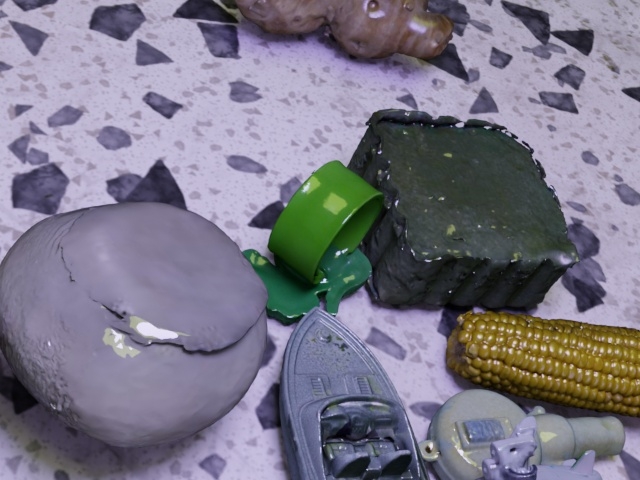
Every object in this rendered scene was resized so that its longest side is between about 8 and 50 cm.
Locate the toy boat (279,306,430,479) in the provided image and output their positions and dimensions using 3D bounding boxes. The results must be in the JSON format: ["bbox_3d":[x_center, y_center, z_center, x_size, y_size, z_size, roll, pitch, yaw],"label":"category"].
[{"bbox_3d":[0.033,0.201,1.097,0.141,0.092,0.320,3,49,-28],"label":"toy boat"}]

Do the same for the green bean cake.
[{"bbox_3d":[0.170,-0.036,1.339,0.255,0.132,0.241,1,51,-24],"label":"green bean cake"}]

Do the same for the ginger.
[{"bbox_3d":[0.020,-0.368,1.545,0.375,0.176,0.256,22,30,-3],"label":"ginger"}]

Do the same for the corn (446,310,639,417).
[{"bbox_3d":[0.301,0.144,1.247,0.317,0.115,0.115,9,48,-13],"label":"corn"}]

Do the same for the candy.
[{"bbox_3d":[-0.186,0.081,1.053,0.295,0.185,0.295,15,30,-9],"label":"candy"}]

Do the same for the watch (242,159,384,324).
[{"bbox_3d":[0.000,0.000,1.215,0.131,0.152,0.165,40,52,14],"label":"watch"}]

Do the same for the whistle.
[{"bbox_3d":[0.222,0.220,1.179,0.258,0.067,0.126,2,53,-24],"label":"whistle"}]

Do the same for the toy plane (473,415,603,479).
[{"bbox_3d":[0.205,0.258,1.075,0.174,0.174,0.080,0,19,-23],"label":"toy plane"}]
